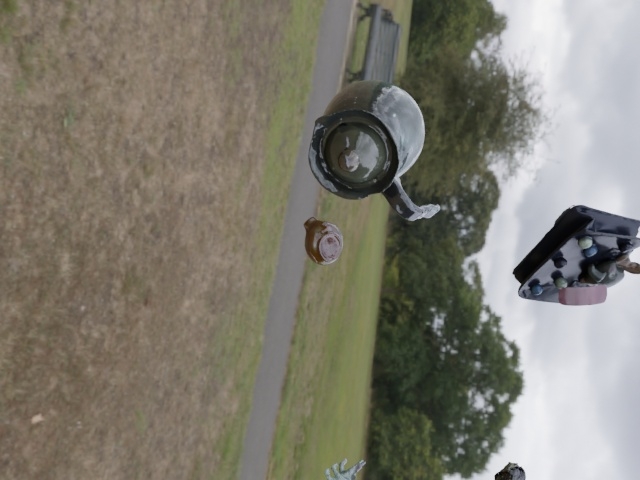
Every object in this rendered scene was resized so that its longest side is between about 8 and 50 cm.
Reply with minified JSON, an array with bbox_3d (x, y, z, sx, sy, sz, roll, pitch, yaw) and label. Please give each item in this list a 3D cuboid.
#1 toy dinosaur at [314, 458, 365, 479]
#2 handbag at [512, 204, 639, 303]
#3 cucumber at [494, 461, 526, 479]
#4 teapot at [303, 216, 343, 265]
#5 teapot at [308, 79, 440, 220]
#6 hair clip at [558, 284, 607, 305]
[{"bbox_3d":[0.016,0.522,1.359,0.082,0.209,0.039,49,-30,30],"label":"toy dinosaur"},{"bbox_3d":[0.722,0.062,1.802,0.325,0.269,0.118,117,-23,-47],"label":"handbag"},{"bbox_3d":[0.286,0.437,1.017,0.053,0.053,0.181,87,20,-51],"label":"cucumber"},{"bbox_3d":[0.000,0.000,1.570,0.098,0.078,0.129,-44,131,-15],"label":"teapot"},{"bbox_3d":[0.096,-0.159,1.331,0.285,0.224,0.305,-52,128,-63],"label":"teapot"},{"bbox_3d":[0.713,0.148,1.766,0.022,0.137,0.054,-116,-156,-76],"label":"hair clip"}]
